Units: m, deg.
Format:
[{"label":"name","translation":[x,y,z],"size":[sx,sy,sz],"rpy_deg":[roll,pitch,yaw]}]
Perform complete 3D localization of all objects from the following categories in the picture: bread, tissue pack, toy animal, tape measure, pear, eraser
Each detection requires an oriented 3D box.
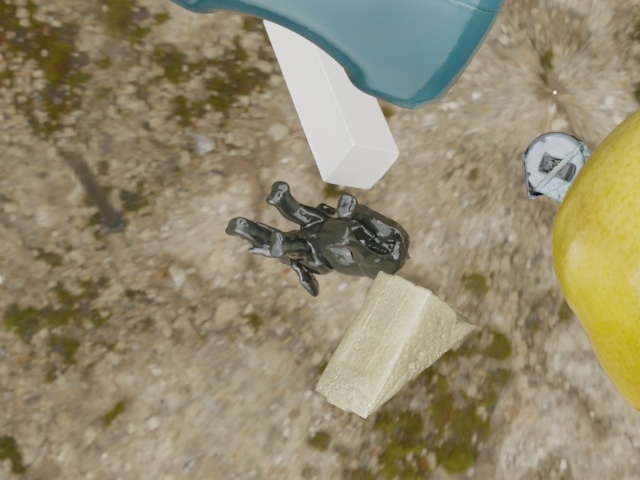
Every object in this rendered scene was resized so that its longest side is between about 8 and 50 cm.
[{"label":"bread","translation":[0.077,0.116,1.252],"size":[0.077,0.105,0.152],"rpy_deg":[26,83,41]},{"label":"tissue pack","translation":[0.015,-0.251,0.951],"size":[0.287,0.198,0.206],"rpy_deg":[24,118,-2]},{"label":"toy animal","translation":[-0.003,0.005,1.478],"size":[0.245,0.146,0.114],"rpy_deg":[17,82,38]},{"label":"tape measure","translation":[0.310,-0.096,1.628],"size":[0.091,0.054,0.094],"rpy_deg":[9,103,12]},{"label":"pear","translation":[0.353,0.008,0.997],"size":[0.314,0.314,0.314],"rpy_deg":[1,97,11]},{"label":"eraser","translation":[0.010,-0.209,1.641],"size":[0.076,0.078,0.298],"rpy_deg":[-50,47,38]}]
